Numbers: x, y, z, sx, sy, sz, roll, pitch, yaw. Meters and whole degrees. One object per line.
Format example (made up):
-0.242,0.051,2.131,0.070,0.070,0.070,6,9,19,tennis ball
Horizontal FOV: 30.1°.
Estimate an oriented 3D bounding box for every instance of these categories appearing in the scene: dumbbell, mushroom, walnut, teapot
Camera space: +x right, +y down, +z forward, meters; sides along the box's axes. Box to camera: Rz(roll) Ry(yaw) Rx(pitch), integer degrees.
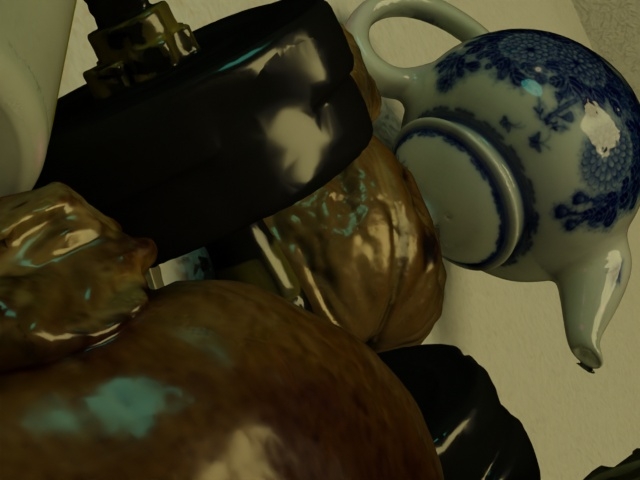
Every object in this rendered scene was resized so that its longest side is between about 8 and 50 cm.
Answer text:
-0.022,0.038,0.603,0.388,0.185,0.185,64,23,-17,dumbbell
-0.071,0.119,0.419,0.283,0.263,0.195,59,-19,-6,mushroom
0.000,0.000,0.786,0.155,0.155,0.184,40,28,-52,walnut
0.171,-0.071,1.153,0.280,0.252,0.424,-30,80,-31,teapot

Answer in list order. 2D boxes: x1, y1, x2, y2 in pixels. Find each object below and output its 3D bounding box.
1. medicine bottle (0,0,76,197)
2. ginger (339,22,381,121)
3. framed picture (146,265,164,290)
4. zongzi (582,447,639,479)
-0.168,-0.135,0.495,0.143,0.143,0.258,48,32,-44,medicine bottle
0.017,-0.099,1.010,0.133,0.059,0.214,-3,73,-63,ginger
-0.109,0.104,0.612,0.184,0.016,0.249,-4,77,-67,framed picture
0.056,0.276,0.457,0.218,0.500,0.467,40,12,31,zongzi
